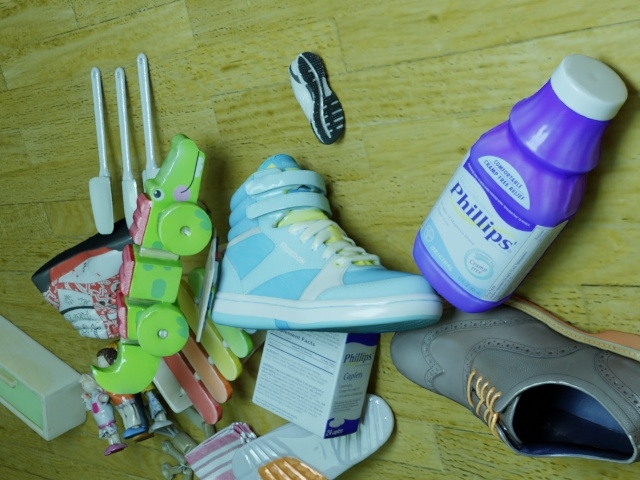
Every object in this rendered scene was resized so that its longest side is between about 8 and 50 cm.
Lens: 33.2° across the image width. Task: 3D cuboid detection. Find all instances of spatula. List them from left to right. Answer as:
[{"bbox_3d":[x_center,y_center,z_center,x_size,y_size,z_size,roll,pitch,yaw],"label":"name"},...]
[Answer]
[{"bbox_3d":[-0.277,-0.131,1.501,0.168,0.019,0.242,-2,95,47],"label":"spatula"}]

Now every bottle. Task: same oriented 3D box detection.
[{"bbox_3d":[0.192,-0.052,1.035,0.118,0.092,0.283,49,137,19],"label":"bottle"}]

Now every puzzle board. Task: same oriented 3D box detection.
[{"bbox_3d":[-0.136,0.052,1.303,0.128,0.011,0.096,-98,20,-67],"label":"puzzle board"}]

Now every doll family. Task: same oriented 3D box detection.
[{"bbox_3d":[-0.294,0.227,1.669,0.263,0.118,0.163,-42,66,61],"label":"doll family"}]

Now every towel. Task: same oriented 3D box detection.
[{"bbox_3d":[-0.108,0.372,1.577,0.144,0.029,0.197,-38,85,39],"label":"towel"}]

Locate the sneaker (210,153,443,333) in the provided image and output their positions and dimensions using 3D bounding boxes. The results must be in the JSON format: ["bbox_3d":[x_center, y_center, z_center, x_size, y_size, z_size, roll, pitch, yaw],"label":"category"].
[{"bbox_3d":[0.000,0.000,1.211,0.319,0.127,0.208,-1,83,40],"label":"sneaker"}]

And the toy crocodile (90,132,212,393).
[{"bbox_3d":[-0.209,0.032,1.349,0.115,0.105,0.340,-131,53,-67],"label":"toy crocodile"}]

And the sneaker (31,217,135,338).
[{"bbox_3d":[-0.309,0.061,1.624,0.270,0.090,0.145,-23,111,37],"label":"sneaker"}]

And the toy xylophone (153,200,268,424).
[{"bbox_3d":[-0.163,0.097,1.486,0.236,0.081,0.322,49,136,18],"label":"toy xylophone"}]

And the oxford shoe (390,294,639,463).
[{"bbox_3d":[0.195,0.140,1.096,0.364,0.133,0.130,6,114,45],"label":"oxford shoe"}]

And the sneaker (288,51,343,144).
[{"bbox_3d":[-0.006,-0.162,1.234,0.044,0.040,0.109,-8,100,64],"label":"sneaker"}]

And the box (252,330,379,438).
[{"bbox_3d":[-0.006,0.156,1.329,0.126,0.072,0.137,20,102,38],"label":"box"}]

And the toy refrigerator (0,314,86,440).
[{"bbox_3d":[-0.544,0.245,1.945,0.269,0.094,0.102,28,128,35],"label":"toy refrigerator"}]

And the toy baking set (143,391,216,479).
[{"bbox_3d":[-0.213,0.333,1.693,0.197,0.030,0.256,4,111,45],"label":"toy baking set"}]

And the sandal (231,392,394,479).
[{"bbox_3d":[0.001,0.275,1.417,0.265,0.076,0.102,-31,82,28],"label":"sandal"}]
